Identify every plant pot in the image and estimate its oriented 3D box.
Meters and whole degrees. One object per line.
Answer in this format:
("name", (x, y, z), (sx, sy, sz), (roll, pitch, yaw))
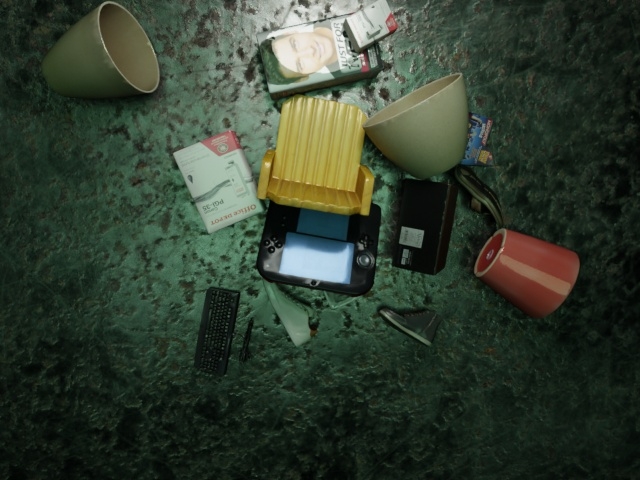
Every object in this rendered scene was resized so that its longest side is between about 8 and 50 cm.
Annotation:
("plant pot", (-0.684, -0.537, 1.289), (0.273, 0.256, 0.257), (-12, 100, 14))
("plant pot", (0.691, 0.098, 1.477), (0.243, 0.275, 0.275), (27, 96, 3))

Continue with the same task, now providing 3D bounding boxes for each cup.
("cup", (0.331, -0.339, 1.352), (0.330, 0.331, 0.237), (-31, 108, 1))

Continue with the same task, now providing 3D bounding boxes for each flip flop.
("flip flop", (0.552, -0.150, 1.503), (0.277, 0.112, 0.080), (39, 130, -17))

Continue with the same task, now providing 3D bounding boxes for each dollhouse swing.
("dollhouse swing", (0.002, -0.283, 1.355), (0.346, 0.315, 0.305), (10, 110, -5))

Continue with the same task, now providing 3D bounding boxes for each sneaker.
("sneaker", (-0.103, 0.230, 1.512), (0.123, 0.106, 0.290), (-29, 109, -6))
("sneaker", (0.328, 0.284, 1.568), (0.221, 0.083, 0.118), (32, 76, -1))

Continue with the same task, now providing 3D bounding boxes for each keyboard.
("keyboard", (-0.337, 0.337, 1.539), (0.201, 0.033, 0.318), (10, 98, -6))

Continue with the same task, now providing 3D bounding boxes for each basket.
("basket", (0.054, 0.137, 1.501), (0.113, 0.103, 0.168), (-23, 100, -1))

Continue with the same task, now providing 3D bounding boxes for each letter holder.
("letter holder", (0.372, -0.053, 1.488), (0.151, 0.214, 0.302), (12, 100, 26))

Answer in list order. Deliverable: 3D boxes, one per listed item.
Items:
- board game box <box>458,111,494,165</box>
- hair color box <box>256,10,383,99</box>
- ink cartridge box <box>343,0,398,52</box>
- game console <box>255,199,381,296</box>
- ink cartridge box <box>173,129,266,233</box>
("board game box", (0.519, -0.335, 1.487), (0.193, 0.060, 0.194), (16, 97, -7))
("hair color box", (-0.003, -0.597, 1.381), (0.373, 0.113, 0.186), (-14, 99, -2))
("ink cartridge box", (0.151, -0.653, 1.299), (0.135, 0.056, 0.099), (-30, 101, -1))
("game console", (0.000, 0.000, 1.419), (0.385, 0.060, 0.343), (10, 71, -2))
("ink cartridge box", (-0.325, -0.191, 1.415), (0.207, 0.117, 0.283), (-22, 99, -1))
